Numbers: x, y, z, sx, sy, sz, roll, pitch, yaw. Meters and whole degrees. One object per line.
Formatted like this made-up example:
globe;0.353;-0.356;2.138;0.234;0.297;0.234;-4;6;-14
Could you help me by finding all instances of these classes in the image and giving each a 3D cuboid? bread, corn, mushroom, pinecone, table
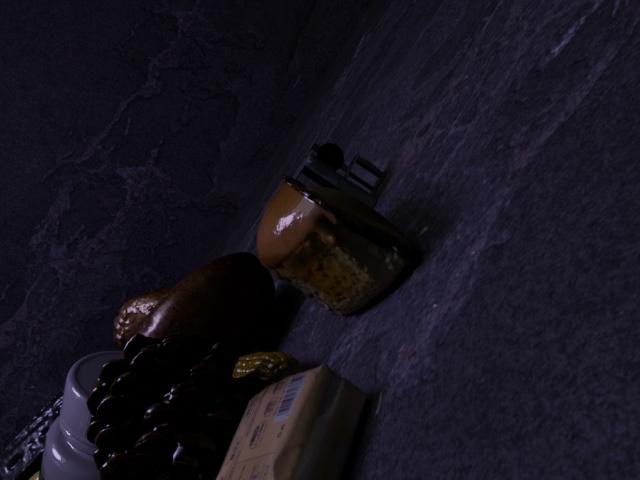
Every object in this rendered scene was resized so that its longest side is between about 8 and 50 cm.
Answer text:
bread;0.000;0.000;1.016;0.163;0.204;0.262;-53;10;-1
corn;-0.090;0.214;1.098;0.238;0.080;0.080;-23;36;62
mushroom;-0.223;0.158;1.360;0.345;0.239;0.345;-36;20;15
pinecone;-0.190;0.258;0.957;0.243;0.243;0.257;-46;56;37
table;0.026;-0.096;1.263;0.175;0.146;0.062;-60;13;-13

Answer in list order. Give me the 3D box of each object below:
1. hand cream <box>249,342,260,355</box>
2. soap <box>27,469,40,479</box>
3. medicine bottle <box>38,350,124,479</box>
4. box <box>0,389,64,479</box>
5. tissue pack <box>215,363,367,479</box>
hand cream;-0.196;0.294;1.351;0.257;0.050;0.084;-39;20;27
soap;-0.589;0.635;1.530;0.427;0.115;0.306;-55;-29;-17
medicine bottle;-0.353;0.371;1.163;0.208;0.208;0.340;-96;21;-70
box;-0.557;0.490;1.611;0.359;0.091;0.350;-46;-30;4
tissue pack;-0.049;0.267;0.797;0.186;0.090;0.222;-38;24;46
